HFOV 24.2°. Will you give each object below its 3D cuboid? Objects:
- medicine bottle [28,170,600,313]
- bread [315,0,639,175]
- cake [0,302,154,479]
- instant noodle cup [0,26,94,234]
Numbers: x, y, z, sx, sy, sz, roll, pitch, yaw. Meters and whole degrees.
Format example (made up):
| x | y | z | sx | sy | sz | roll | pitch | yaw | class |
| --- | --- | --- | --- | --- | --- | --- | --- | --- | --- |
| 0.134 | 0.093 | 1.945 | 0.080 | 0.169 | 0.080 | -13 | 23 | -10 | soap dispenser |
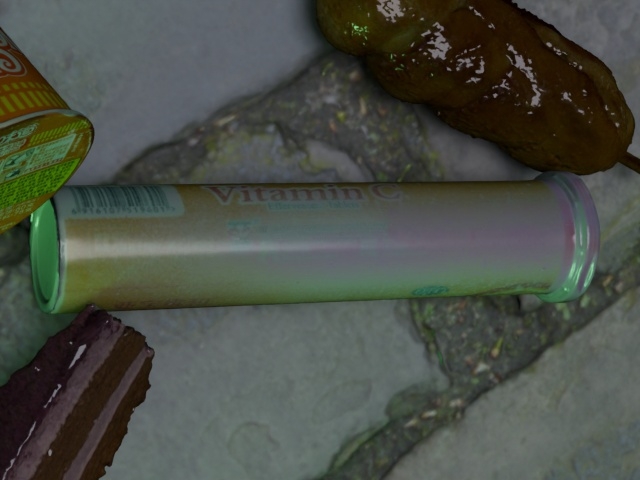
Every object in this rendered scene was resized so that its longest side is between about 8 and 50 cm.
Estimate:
| x | y | z | sx | sy | sz | roll | pitch | yaw | class |
| --- | --- | --- | --- | --- | --- | --- | --- | --- | --- |
| 0.000 | 0.000 | 1.125 | 0.426 | 0.108 | 0.108 | -1 | 93 | -22 | medicine bottle |
| 0.149 | -0.133 | 1.193 | 0.344 | 0.084 | 0.124 | 28 | 81 | -23 | bread |
| -0.209 | 0.179 | 1.015 | 0.295 | 0.113 | 0.116 | -53 | 152 | -16 | cake |
| -0.262 | -0.101 | 0.956 | 0.168 | 0.168 | 0.185 | -29 | 76 | -20 | instant noodle cup |
